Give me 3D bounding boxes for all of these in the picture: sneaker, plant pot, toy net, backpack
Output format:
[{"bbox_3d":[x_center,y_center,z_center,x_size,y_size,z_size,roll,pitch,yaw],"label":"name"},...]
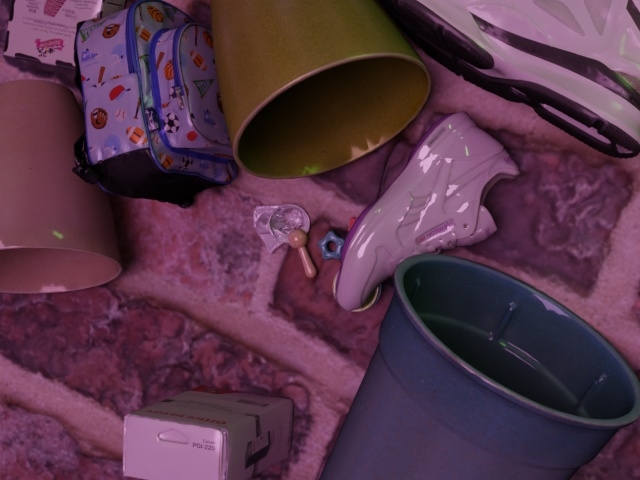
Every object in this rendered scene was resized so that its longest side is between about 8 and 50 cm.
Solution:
[{"bbox_3d":[0.282,-0.313,1.739,0.447,0.169,0.257,34,86,23],"label":"sneaker"},{"bbox_3d":[-0.036,-0.278,1.806,0.274,0.274,0.294,-32,66,21],"label":"plant pot"},{"bbox_3d":[0.138,-0.018,1.790,0.152,0.114,0.305,38,93,11],"label":"sneaker"},{"bbox_3d":[0.171,0.248,1.709,0.341,0.341,0.334,35,113,17],"label":"plant pot"},{"bbox_3d":[-0.422,-0.084,1.987,0.256,0.256,0.274,-11,72,23],"label":"plant pot"},{"bbox_3d":[0.000,0.000,1.903,0.232,0.045,0.122,30,104,19],"label":"toy net"},{"bbox_3d":[-0.221,-0.199,1.879,0.213,0.276,0.263,-23,77,17],"label":"backpack"}]

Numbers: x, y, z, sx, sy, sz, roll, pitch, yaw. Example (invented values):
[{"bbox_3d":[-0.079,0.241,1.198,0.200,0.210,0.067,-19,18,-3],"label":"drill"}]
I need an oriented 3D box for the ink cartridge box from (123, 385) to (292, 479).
[{"bbox_3d":[-0.152,0.271,1.887,0.158,0.218,0.092,5,95,23],"label":"ink cartridge box"}]

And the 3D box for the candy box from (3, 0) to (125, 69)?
[{"bbox_3d":[-0.370,-0.374,2.023,0.159,0.071,0.234,14,98,21],"label":"candy box"}]
